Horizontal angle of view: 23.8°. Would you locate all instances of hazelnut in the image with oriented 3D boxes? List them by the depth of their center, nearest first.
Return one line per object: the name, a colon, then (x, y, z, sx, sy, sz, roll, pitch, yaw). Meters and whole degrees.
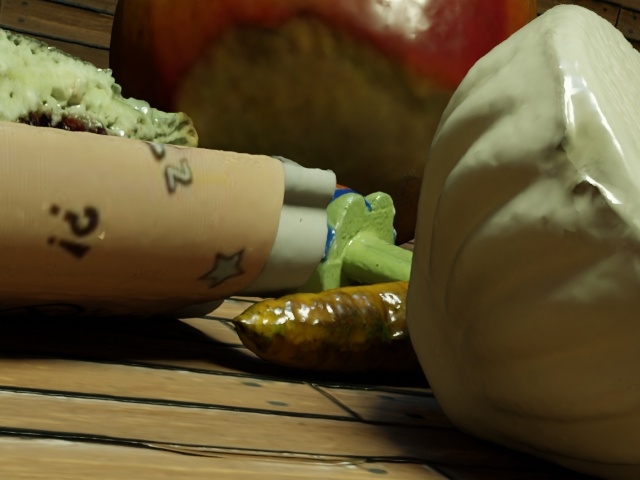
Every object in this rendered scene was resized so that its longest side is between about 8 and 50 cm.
hazelnut: (0.005, -0.155, 1.261, 0.366, 0.365, 0.366, 13, 8, -2)

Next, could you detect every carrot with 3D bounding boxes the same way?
carrot: (0.072, 0.055, 0.909, 0.314, 0.066, 0.066, 3, 13, -39)

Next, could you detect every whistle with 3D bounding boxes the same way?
whistle: (0.000, 0.000, 1.067, 0.227, 0.085, 0.105, 19, 14, 34)

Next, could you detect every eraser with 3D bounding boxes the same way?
eraser: (-0.149, -0.008, 0.773, 0.171, 0.087, 0.291, -14, -13, 43)

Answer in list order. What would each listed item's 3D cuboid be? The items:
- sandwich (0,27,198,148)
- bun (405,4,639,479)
sandwich: (-0.186, -0.065, 0.939, 0.254, 0.099, 0.288, 10, -8, -16)
bun: (0.127, 0.027, 0.774, 0.175, 0.263, 0.263, -31, -10, 22)
